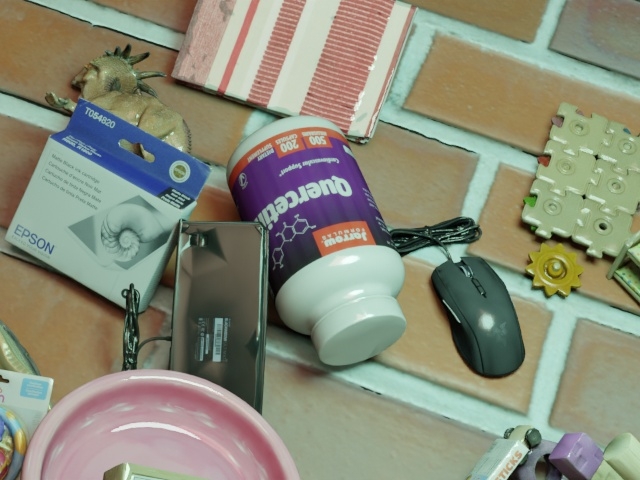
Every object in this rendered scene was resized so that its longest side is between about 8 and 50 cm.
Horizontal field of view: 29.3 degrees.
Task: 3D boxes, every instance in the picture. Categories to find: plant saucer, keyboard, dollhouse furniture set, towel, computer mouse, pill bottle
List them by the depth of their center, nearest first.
[{"bbox_3d":[-0.184,0.305,1.418,0.332,0.084,0.332,13,45,-13],"label":"plant saucer"},{"bbox_3d":[-0.170,0.128,1.580,0.201,0.033,0.317,2,78,3],"label":"keyboard"},{"bbox_3d":[0.000,0.000,1.659,0.181,0.181,0.323,-14,60,-16],"label":"pill bottle"},{"bbox_3d":[0.177,0.072,1.709,0.184,0.060,0.262,-8,58,-13],"label":"computer mouse"},{"bbox_3d":[0.539,0.052,1.744,0.161,0.101,0.182,-30,65,-24],"label":"dollhouse furniture set"},{"bbox_3d":[-0.041,-0.305,1.887,0.329,0.037,0.237,19,82,4],"label":"towel"}]

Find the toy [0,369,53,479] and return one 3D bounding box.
[{"bbox_3d":[-0.411,0.269,1.448,0.137,0.056,0.237,9,82,9],"label":"toy"}]

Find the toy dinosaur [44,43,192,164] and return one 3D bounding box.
[{"bbox_3d":[-0.268,-0.177,1.782,0.296,0.127,0.200,36,53,9],"label":"toy dinosaur"}]

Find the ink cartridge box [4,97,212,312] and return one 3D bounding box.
[{"bbox_3d":[-0.290,-0.048,1.655,0.223,0.045,0.224,28,100,11],"label":"ink cartridge box"}]

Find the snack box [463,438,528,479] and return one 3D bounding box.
[{"bbox_3d":[0.181,0.315,1.486,0.022,0.064,0.178,44,73,-8],"label":"snack box"}]

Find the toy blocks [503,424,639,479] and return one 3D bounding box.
[{"bbox_3d":[0.309,0.402,1.436,0.260,0.309,0.288,44,72,-10],"label":"toy blocks"}]

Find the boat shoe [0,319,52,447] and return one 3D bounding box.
[{"bbox_3d":[-0.390,0.190,1.535,0.103,0.092,0.285,-34,79,4],"label":"boat shoe"}]

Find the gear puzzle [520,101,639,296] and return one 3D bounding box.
[{"bbox_3d":[0.392,-0.048,1.832,0.175,0.044,0.339,22,60,5],"label":"gear puzzle"}]

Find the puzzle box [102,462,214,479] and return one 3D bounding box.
[{"bbox_3d":[-0.053,0.408,1.301,0.409,0.052,0.272,18,59,-30],"label":"puzzle box"}]
